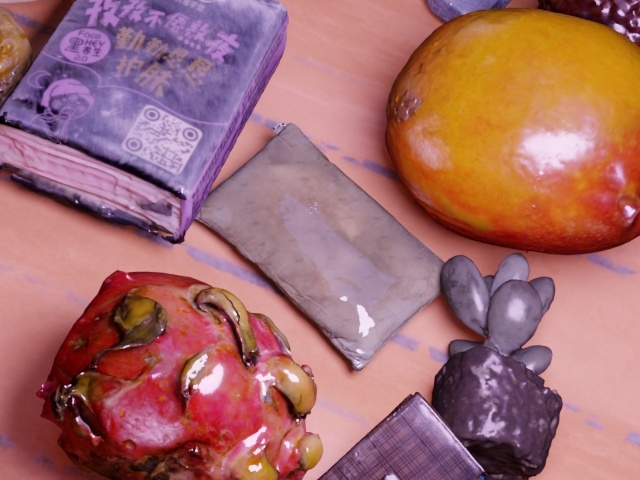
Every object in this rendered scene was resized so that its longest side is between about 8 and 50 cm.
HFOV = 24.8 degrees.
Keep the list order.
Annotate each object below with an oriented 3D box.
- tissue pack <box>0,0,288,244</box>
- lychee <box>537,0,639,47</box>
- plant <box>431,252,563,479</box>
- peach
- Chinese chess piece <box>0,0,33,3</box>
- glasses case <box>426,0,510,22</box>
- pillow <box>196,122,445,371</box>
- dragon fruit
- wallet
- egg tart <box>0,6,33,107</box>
[{"bbox_3d":[-0.212,-0.193,1.789,0.259,0.122,0.361,21,50,3],"label":"tissue pack"},{"bbox_3d":[0.417,-0.306,1.969,0.264,0.300,0.264,35,40,-36],"label":"lychee"},{"bbox_3d":[0.206,0.145,1.691,0.146,0.149,0.274,22,56,-23],"label":"plant"},{"bbox_3d":[0.269,-0.131,1.771,0.373,0.372,0.289,13,100,-6],"label":"peach"},{"bbox_3d":[-0.439,-0.431,1.827,0.338,0.140,0.338,13,33,-9],"label":"Chinese chess piece"},{"bbox_3d":[0.250,-0.402,2.086,0.109,0.067,0.282,34,55,10],"label":"glasses case"},{"bbox_3d":[0.000,0.000,1.766,0.302,0.075,0.185,43,67,13],"label":"pillow"},{"bbox_3d":[-0.131,0.168,1.526,0.291,0.269,0.250,33,66,11],"label":"dragon fruit"},{"bbox_3d":[0.057,0.281,1.569,0.230,0.042,0.124,-41,74,-2],"label":"wallet"},{"bbox_3d":[-0.471,-0.206,1.768,0.232,0.098,0.252,13,60,-14],"label":"egg tart"}]
